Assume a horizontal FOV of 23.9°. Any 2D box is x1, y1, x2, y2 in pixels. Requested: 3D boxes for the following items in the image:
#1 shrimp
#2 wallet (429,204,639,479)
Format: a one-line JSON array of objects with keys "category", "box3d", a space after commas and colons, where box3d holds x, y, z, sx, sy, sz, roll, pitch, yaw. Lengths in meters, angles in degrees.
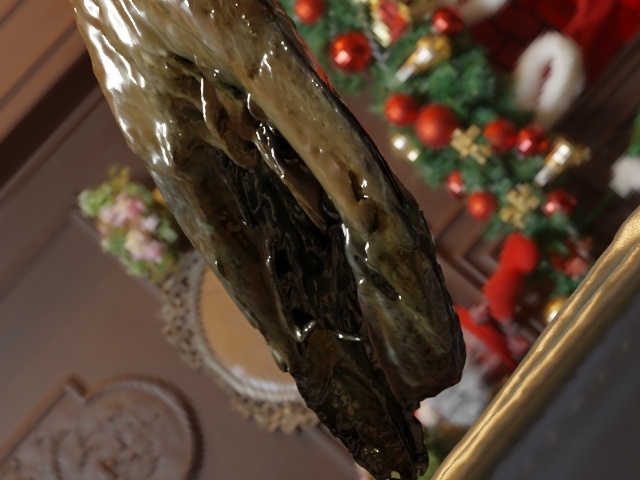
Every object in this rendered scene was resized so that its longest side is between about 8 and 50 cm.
[{"category": "shrimp", "box3d": [0.000, 0.000, 0.794, 0.272, 0.085, 0.445, 35, 157, 47]}, {"category": "wallet", "box3d": [0.171, 0.171, 0.480, 0.360, 0.252, 0.083, 41, 178, -10]}]
